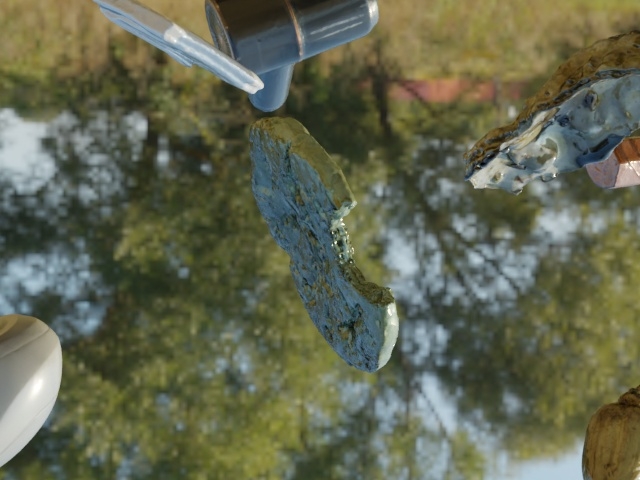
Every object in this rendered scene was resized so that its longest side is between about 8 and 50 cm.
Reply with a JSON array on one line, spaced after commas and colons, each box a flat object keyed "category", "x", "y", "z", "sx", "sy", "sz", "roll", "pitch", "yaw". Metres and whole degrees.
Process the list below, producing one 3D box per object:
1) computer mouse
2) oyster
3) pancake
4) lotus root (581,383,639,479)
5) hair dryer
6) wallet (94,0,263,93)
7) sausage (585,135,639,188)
[{"category": "computer mouse", "x": -0.362, "y": 0.176, "z": 1.265, "sx": 0.297, "sy": 0.121, "sz": 0.184, "roll": -33, "pitch": -164, "yaw": -22}, {"category": "oyster", "x": 0.277, "y": -0.137, "z": 1.347, "sx": 0.128, "sy": 0.079, "sz": 0.345, "roll": 21, "pitch": 139, "yaw": -38}, {"category": "pancake", "x": 0.000, "y": 0.000, "z": 1.251, "sx": 0.037, "sy": 0.254, "sz": 0.253, "roll": -24, "pitch": -167, "yaw": -15}, {"category": "lotus root", "x": 0.311, "y": 0.216, "z": 1.454, "sx": 0.072, "sy": 0.152, "sz": 0.063, "roll": 1, "pitch": 150, "yaw": 43}, {"category": "hair dryer", "x": -0.042, "y": -0.235, "z": 1.745, "sx": 0.189, "sy": 0.107, "sz": 0.352, "roll": -21, "pitch": 170, "yaw": -10}, {"category": "wallet", "x": -0.142, "y": -0.196, "z": 1.383, "sx": 0.124, "sy": 0.032, "sz": 0.183, "roll": 29, "pitch": 180, "yaw": 30}, {"category": "sausage", "x": 0.409, "y": -0.103, "z": 1.725, "sx": 0.169, "sy": 0.065, "sz": 0.065, "roll": -9, "pitch": -170, "yaw": -32}]
